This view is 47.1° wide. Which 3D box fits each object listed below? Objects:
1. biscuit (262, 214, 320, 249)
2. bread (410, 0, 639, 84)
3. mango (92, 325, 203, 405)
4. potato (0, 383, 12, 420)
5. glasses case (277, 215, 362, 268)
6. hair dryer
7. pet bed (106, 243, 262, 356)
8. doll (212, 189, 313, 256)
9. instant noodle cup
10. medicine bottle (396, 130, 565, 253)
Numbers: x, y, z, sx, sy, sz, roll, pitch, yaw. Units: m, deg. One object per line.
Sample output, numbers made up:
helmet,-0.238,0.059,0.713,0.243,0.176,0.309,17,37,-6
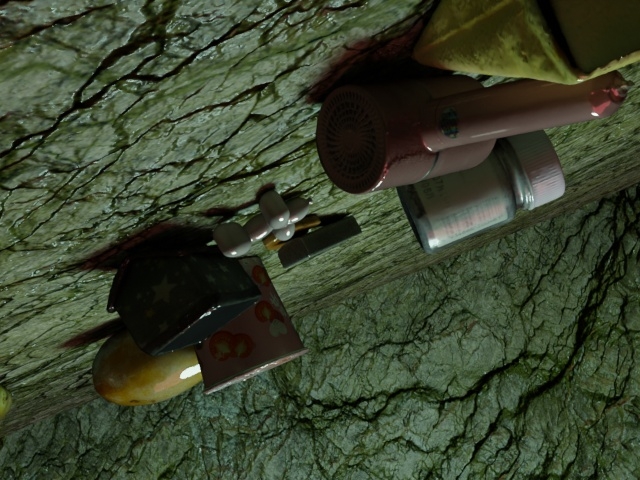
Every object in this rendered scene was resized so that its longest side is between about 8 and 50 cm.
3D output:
biscuit,-0.056,-0.018,1.407,0.118,0.023,0.140,-27,172,-5
bread,0.218,-0.193,0.707,0.167,0.163,0.264,-21,170,-14
mango,-0.344,0.261,1.705,0.383,0.199,0.221,-14,-173,-4
potato,-0.761,0.364,1.565,0.191,0.141,0.296,-19,167,-30
glasses case,0.000,0.000,1.464,0.070,0.047,0.205,-29,177,36
hair dryer,0.182,-0.134,0.797,0.210,0.126,0.352,-15,-171,-38
pet bed,-0.227,0.079,1.212,0.183,0.159,0.211,-37,170,17
doll,-0.085,-0.027,1.184,0.161,0.059,0.160,-35,170,4
instant noodle cup,-0.173,0.175,1.564,0.242,0.231,0.243,-21,170,-4
medicine bottle,0.286,-0.097,1.338,0.273,0.165,0.165,-23,170,2
